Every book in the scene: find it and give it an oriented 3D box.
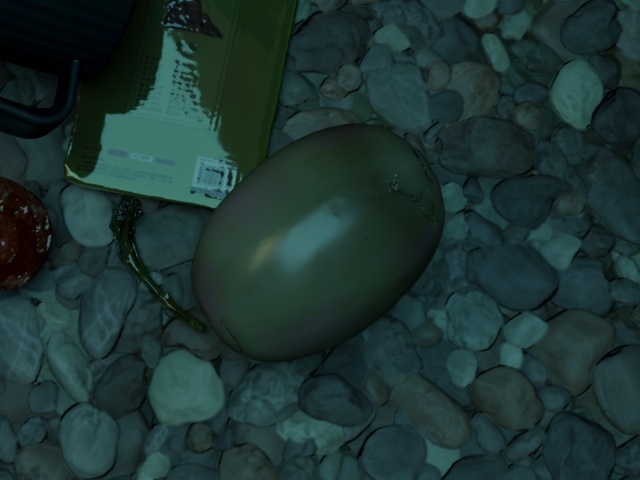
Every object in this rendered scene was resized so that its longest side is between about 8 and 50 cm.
[{"bbox_3d":[-0.165,-0.214,1.682,0.239,0.035,0.352,11,78,0],"label":"book"}]

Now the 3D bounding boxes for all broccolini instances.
[{"bbox_3d":[-0.202,0.035,1.633,0.052,0.054,0.194,-34,86,23],"label":"broccolini"}]

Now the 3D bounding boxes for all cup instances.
[{"bbox_3d":[-0.363,-0.306,1.536,0.292,0.242,0.308,16,39,-27],"label":"cup"}]

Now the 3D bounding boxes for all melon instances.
[{"bbox_3d":[0.000,0.000,1.542,0.317,0.223,0.223,-36,81,-8],"label":"melon"}]

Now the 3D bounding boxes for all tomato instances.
[{"bbox_3d":[-0.404,-0.009,1.610,0.159,0.091,0.139,13,87,-25],"label":"tomato"}]
